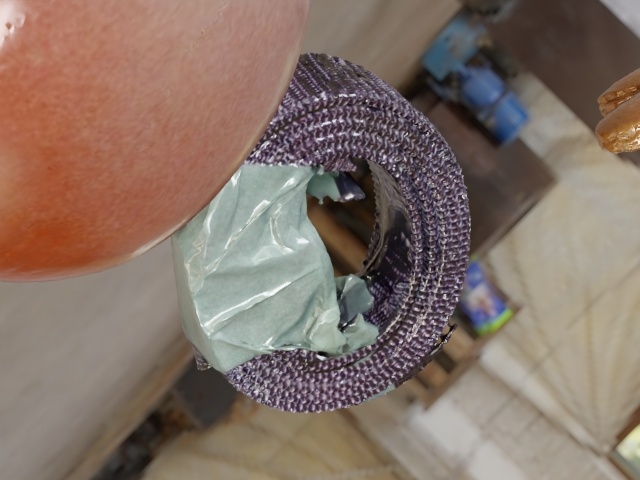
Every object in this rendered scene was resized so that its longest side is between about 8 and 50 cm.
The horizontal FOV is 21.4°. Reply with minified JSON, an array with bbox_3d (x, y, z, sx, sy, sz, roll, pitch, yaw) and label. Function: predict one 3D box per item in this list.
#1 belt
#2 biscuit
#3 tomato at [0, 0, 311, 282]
[{"bbox_3d":[0.000,0.000,1.477,0.260,0.122,0.325,-16,124,-16],"label":"belt"},{"bbox_3d":[0.300,-0.129,1.458,0.186,0.036,0.192,-25,-167,-10],"label":"biscuit"},{"bbox_3d":[-0.154,-0.144,0.960,0.321,0.321,0.321,-45,175,-5],"label":"tomato"}]
